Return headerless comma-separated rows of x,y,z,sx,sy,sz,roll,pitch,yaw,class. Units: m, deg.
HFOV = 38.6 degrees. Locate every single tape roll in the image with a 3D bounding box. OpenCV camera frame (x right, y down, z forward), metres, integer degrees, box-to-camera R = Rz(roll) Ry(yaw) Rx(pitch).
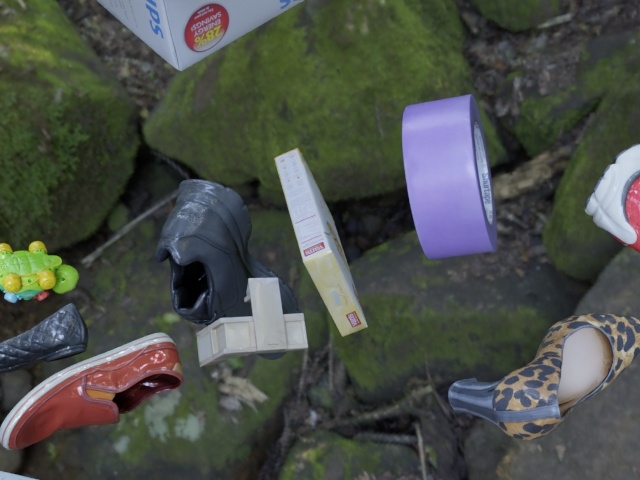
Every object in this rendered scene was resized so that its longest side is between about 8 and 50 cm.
0.157,-0.075,1.092,0.080,0.189,0.189,-9,44,16,tape roll

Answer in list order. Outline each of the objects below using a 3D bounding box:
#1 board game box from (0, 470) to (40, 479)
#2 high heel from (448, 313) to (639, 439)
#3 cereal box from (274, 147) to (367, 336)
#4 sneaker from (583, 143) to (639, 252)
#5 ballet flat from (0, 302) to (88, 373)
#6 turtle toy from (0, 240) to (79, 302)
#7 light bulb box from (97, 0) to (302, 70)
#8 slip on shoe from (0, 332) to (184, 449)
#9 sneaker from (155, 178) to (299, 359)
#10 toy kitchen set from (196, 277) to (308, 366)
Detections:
-0.354,0.424,1.226,0.303,0.224,0.097,1,39,32,board game box
0.282,0.139,0.952,0.261,0.093,0.186,-19,2,-16,high heel
0.000,0.000,1.339,0.047,0.173,0.240,-22,43,4,cereal box
0.376,-0.040,0.893,0.279,0.107,0.118,-20,58,-32,sneaker
-0.306,0.104,0.905,0.173,0.057,0.049,-15,80,15,ballet flat
-0.421,0.053,1.345,0.130,0.066,0.095,-4,40,-27,turtle toy
-0.183,-0.492,1.320,0.358,0.225,0.361,-35,59,-22,light bulb box
-0.383,0.269,1.554,0.331,0.123,0.101,-24,60,-24,slip on shoe
-0.120,0.063,1.103,0.109,0.286,0.130,1,47,32,sneaker
-0.068,0.078,0.866,0.083,0.075,0.068,0,73,-26,toy kitchen set
